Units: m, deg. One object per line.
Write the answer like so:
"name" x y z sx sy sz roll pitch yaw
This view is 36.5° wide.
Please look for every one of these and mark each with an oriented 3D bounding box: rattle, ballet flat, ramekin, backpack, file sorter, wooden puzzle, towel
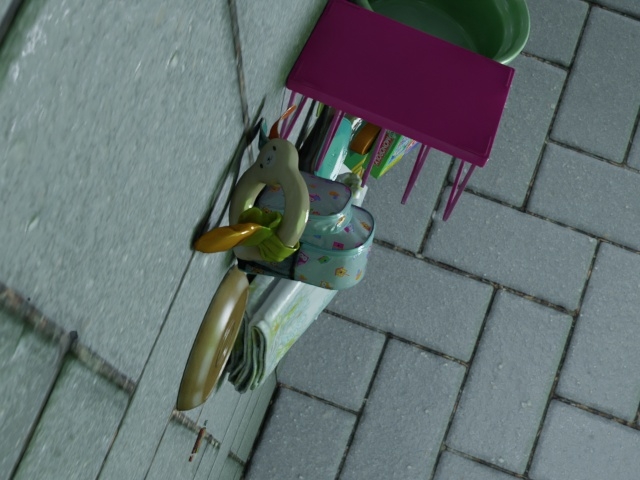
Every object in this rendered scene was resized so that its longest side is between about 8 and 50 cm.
"rattle" -0.092 -0.078 1.159 0.130 0.143 0.199 -1 -98 60
"ballet flat" 0.030 -0.227 1.701 0.096 0.095 0.280 22 -101 51
"ramekin" 0.180 -0.358 1.619 0.148 0.303 0.303 119 -5 -55
"backpack" -0.012 -0.013 1.436 0.166 0.188 0.144 -62 172 -59
"file sorter" 0.102 -0.183 1.431 0.182 0.291 0.202 111 2 -52
"wooden puzzle" -0.228 0.378 1.828 0.049 0.006 0.083 78 33 -83
"towel" -0.042 0.089 1.822 0.374 0.090 0.320 -53 169 -30

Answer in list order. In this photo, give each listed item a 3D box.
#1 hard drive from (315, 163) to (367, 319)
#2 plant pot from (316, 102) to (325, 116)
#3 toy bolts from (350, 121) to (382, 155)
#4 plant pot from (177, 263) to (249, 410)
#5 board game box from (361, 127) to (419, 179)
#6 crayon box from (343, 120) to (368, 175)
"hard drive" 0.000 0.000 2.298 0.353 0.047 0.233 -68 156 -6
"plant pot" 0.044 -0.255 1.795 0.083 0.079 0.083 20 90 -86
"toy bolts" 0.097 -0.306 1.885 0.218 0.158 0.228 -45 170 -15
"plant pot" -0.155 0.151 1.467 0.236 0.032 0.236 20 90 -87
"board game box" 0.225 -0.275 1.951 0.317 0.046 0.213 -41 167 -33
"crayon box" 0.061 -0.158 2.573 0.202 0.081 0.318 91 20 -81
